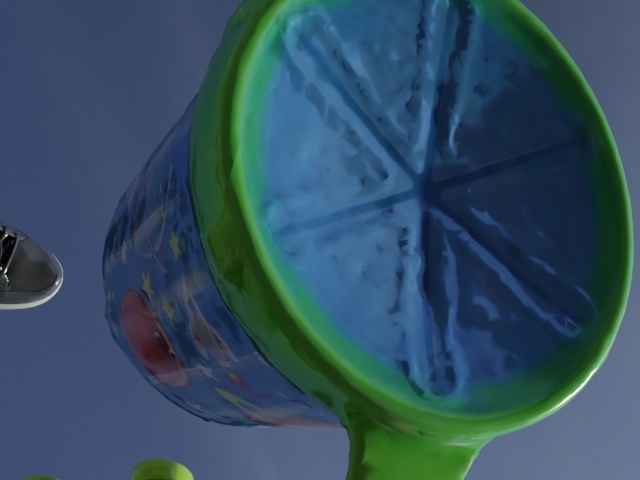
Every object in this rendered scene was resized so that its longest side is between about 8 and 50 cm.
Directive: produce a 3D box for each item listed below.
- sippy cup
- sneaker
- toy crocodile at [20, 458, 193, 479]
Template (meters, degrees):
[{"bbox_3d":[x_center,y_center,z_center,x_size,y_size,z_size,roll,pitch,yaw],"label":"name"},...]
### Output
[{"bbox_3d":[0.000,0.000,0.640,0.240,0.305,0.224,49,-34,-11],"label":"sippy cup"},{"bbox_3d":[-0.320,-0.006,1.127,0.226,0.163,0.086,25,-114,-27],"label":"sneaker"},{"bbox_3d":[-0.228,0.306,1.255,0.340,0.115,0.105,-9,-47,11],"label":"toy crocodile"}]
